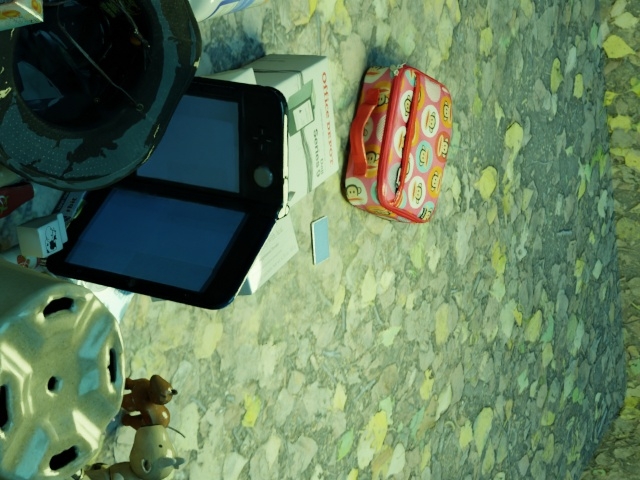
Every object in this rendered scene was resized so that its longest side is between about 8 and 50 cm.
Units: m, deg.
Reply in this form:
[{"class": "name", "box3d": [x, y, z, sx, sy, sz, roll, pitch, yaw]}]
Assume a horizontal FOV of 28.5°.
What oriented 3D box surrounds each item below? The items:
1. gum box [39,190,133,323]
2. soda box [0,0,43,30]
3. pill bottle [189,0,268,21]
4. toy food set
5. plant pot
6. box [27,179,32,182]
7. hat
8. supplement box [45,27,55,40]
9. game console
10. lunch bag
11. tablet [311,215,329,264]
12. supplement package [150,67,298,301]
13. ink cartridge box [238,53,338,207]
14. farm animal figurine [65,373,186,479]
[{"class": "gum box", "box3d": [-0.316, 0.009, 1.801, 0.184, 0.041, 0.157, 55, 50, -47]}, {"class": "soda box", "box3d": [-0.396, -0.258, 1.375, 0.063, 0.183, 0.058, 33, 52, -68]}, {"class": "pill bottle", "box3d": [-0.177, -0.399, 1.843, 0.272, 0.152, 0.152, -29, 120, -53]}, {"class": "toy food set", "box3d": [-0.371, -0.040, 1.634, 0.104, 0.111, 0.232, -32, 120, -52]}, {"class": "plant pot", "box3d": [-0.403, 0.142, 1.433, 0.334, 0.305, 0.334, -18, 111, -57]}, {"class": "box", "box3d": [-0.356, -0.108, 1.672, 0.018, 0.083, 0.067, -24, 117, -55]}, {"class": "hat", "box3d": [-0.315, -0.232, 1.547, 0.331, 0.134, 0.331, -10, 106, -38]}, {"class": "supplement box", "box3d": [-0.358, -0.283, 1.642, 0.080, 0.078, 0.233, -32, 123, -52]}, {"class": "game console", "box3d": [-0.204, -0.076, 1.634, 0.173, 0.293, 0.250, -35, 130, -57]}, {"class": "lunch bag", "box3d": [0.143, -0.191, 2.451, 0.258, 0.120, 0.293, 20, 78, -54]}, {"class": "tablet", "box3d": [0.000, 0.000, 2.350, 0.054, 0.006, 0.083, -28, 120, -54]}, {"class": "supplement package", "box3d": [-0.172, -0.081, 1.836, 0.177, 0.175, 0.293, -44, 124, -58]}, {"class": "ink cartridge box", "box3d": [-0.087, -0.169, 2.037, 0.289, 0.121, 0.211, -42, 131, -56]}, {"class": "farm animal figurine", "box3d": [-0.290, 0.341, 1.783, 0.330, 0.172, 0.327, -20, 113, -56]}]
